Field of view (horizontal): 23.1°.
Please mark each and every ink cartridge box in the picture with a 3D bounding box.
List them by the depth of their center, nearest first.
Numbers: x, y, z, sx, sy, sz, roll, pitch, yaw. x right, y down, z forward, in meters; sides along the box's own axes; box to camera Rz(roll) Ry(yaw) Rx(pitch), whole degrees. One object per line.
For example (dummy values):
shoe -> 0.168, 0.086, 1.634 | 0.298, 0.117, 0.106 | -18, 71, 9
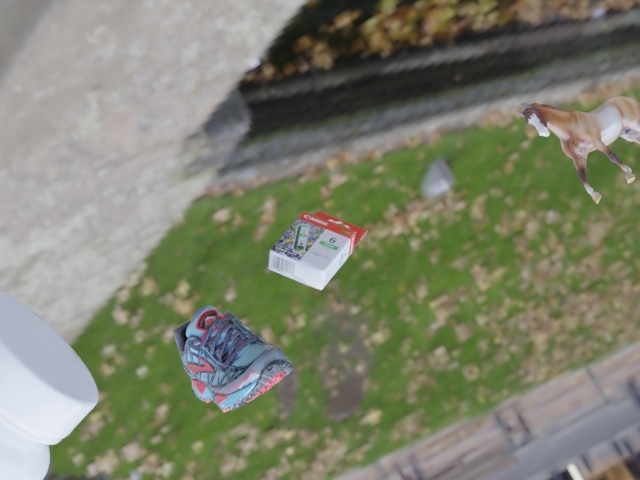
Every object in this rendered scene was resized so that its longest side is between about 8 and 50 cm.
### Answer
ink cartridge box -> 0.000, 0.000, 1.612 | 0.115, 0.063, 0.029 | -50, 156, -46

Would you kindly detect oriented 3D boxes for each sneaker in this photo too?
sneaker -> -0.133, 0.149, 2.065 | 0.104, 0.125, 0.262 | -34, -169, -24

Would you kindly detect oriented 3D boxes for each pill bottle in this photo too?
pill bottle -> -0.448, 0.252, 1.750 | 0.392, 0.224, 0.224 | -45, 164, 7

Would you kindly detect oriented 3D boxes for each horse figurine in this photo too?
horse figurine -> 0.431, -0.154, 2.285 | 0.263, 0.174, 0.066 | -20, 148, -27
